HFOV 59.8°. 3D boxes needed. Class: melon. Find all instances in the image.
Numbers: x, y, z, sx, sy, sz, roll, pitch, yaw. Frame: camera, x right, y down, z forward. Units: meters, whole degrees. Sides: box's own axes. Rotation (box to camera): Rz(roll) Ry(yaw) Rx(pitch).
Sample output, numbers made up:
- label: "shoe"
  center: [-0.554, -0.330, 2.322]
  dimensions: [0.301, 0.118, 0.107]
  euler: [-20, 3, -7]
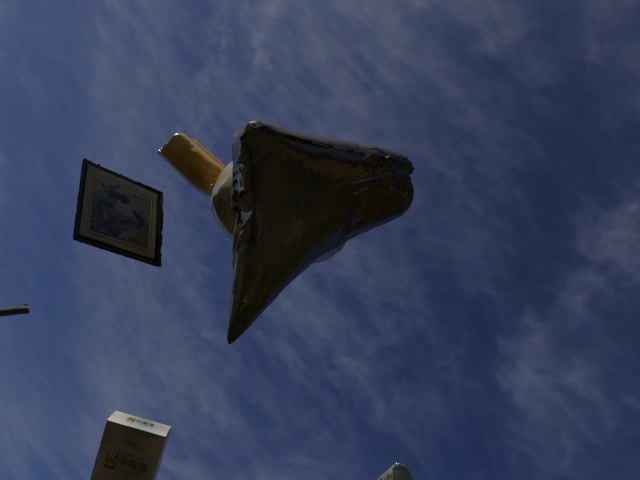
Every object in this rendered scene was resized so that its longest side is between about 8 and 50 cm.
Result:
- label: "melon"
  center: [-0.088, -0.067, 1.200]
  dimensions: [0.317, 0.223, 0.222]
  euler: [18, -59, 9]

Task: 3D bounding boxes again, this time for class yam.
- label: "yam"
  center: [-0.859, 0.192, 1.509]
  dimensions: [0.027, 0.129, 0.033]
  euler: [-46, -113, 22]
- label: "yam"
  center: [0.158, 0.633, 1.381]
  dimensions: [0.078, 0.078, 0.179]
  euler: [37, -63, 7]

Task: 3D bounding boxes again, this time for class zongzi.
- label: "zongzi"
  center: [0.000, 0.000, 0.937]
  dimensions: [0.160, 0.323, 0.360]
  euler: [157, -62, -71]

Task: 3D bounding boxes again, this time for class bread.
- label: "bread"
  center: [-0.295, -0.176, 1.339]
  dimensions: [0.173, 0.134, 0.085]
  euler: [42, -84, 9]

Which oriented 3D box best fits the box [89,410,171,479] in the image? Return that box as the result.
- label: "box"
  center: [-0.484, 0.568, 1.395]
  dimensions: [0.155, 0.067, 0.242]
  euler: [16, -85, -4]

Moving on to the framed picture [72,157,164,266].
- label: "framed picture"
  center: [-0.414, -0.058, 1.163]
  dimensions: [0.010, 0.195, 0.199]
  euler: [-28, -125, 33]
